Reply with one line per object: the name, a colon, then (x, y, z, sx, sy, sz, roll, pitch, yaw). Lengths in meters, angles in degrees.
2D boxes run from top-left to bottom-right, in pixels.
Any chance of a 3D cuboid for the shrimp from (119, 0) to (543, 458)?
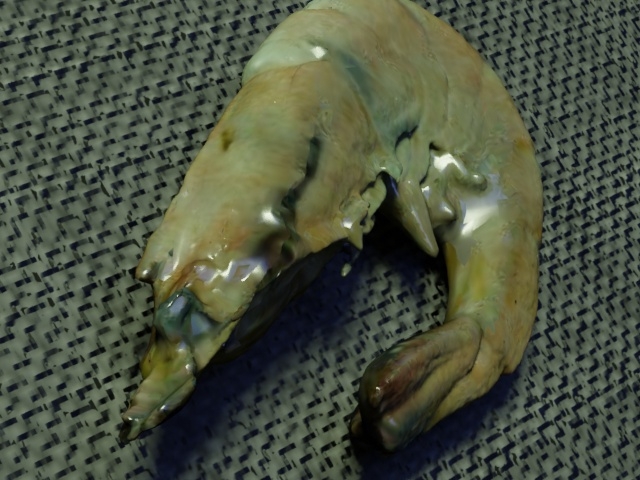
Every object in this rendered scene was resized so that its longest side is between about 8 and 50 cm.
shrimp: (0.013, 0.010, 0.581, 0.145, 0.059, 0.254, 42, 42, -18)
